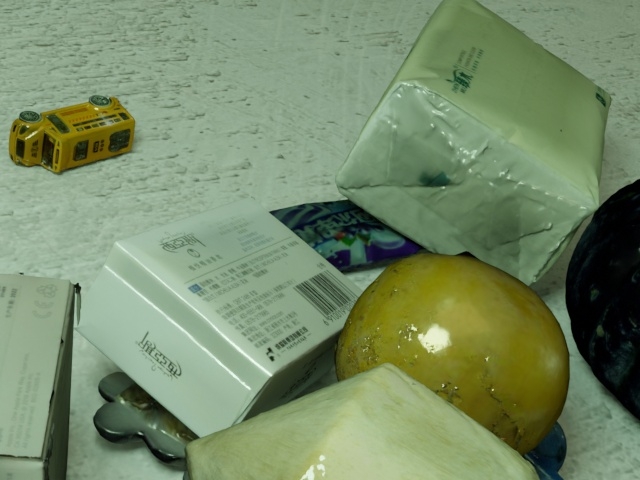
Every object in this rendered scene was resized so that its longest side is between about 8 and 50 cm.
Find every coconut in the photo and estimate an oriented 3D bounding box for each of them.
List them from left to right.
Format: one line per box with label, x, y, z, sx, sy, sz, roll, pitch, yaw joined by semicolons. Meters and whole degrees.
coconut;0.025;0.249;0.918;0.329;0.329;0.329;9;37;-7

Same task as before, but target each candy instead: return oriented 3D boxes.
candy;0.000;0.000;1.420;0.275;0.070;0.145;-13;38;-26

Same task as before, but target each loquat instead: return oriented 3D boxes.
loquat;0.127;0.123;1.112;0.235;0.235;0.235;9;37;-7

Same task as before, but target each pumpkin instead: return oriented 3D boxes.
pumpkin;0.469;0.076;1.311;0.363;0.266;0.363;10;42;-9

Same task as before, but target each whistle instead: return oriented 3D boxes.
whistle;0.233;0.232;1.184;0.158;0.090;0.090;44;44;17

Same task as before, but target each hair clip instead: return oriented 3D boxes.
hair clip;-0.116;0.197;1.124;0.257;0.075;0.146;36;26;15

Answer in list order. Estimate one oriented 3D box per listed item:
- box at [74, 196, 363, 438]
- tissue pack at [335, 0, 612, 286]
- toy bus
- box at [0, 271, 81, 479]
box;-0.091;0.075;1.165;0.203;0.116;0.274;39;24;12
tissue pack;0.218;-0.139;1.493;0.297;0.207;0.380;32;32;-3
toy bus;-0.330;-0.138;1.484;0.162;0.069;0.074;-22;51;-40
box;-0.265;0.184;0.936;0.106;0.252;0.203;4;39;-9
